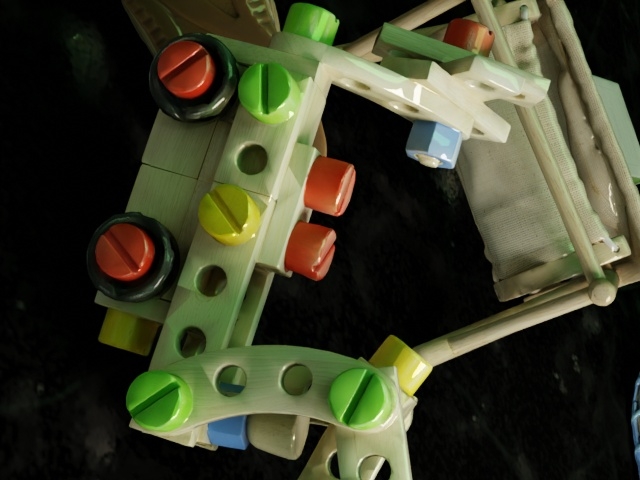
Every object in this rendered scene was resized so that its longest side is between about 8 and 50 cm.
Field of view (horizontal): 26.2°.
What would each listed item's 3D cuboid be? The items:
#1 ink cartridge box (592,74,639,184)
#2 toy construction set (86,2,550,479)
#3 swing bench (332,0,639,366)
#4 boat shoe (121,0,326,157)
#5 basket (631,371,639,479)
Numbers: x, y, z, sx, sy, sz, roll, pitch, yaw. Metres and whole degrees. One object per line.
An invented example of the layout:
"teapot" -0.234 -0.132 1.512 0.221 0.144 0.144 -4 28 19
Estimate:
"ink cartridge box" 0.239 -0.107 1.336 0.209 0.062 0.109 4 67 -56
"toy construction set" 0.000 0.000 0.739 0.151 0.215 0.327 75 34 -64
"swing bench" 0.149 -0.063 1.072 0.255 0.165 0.253 -16 83 -59
"boat shoe" -0.077 -0.151 0.865 0.089 0.105 0.285 151 -78 -84
"basket" 0.380 0.176 1.235 0.289 0.201 0.254 44 38 -50
